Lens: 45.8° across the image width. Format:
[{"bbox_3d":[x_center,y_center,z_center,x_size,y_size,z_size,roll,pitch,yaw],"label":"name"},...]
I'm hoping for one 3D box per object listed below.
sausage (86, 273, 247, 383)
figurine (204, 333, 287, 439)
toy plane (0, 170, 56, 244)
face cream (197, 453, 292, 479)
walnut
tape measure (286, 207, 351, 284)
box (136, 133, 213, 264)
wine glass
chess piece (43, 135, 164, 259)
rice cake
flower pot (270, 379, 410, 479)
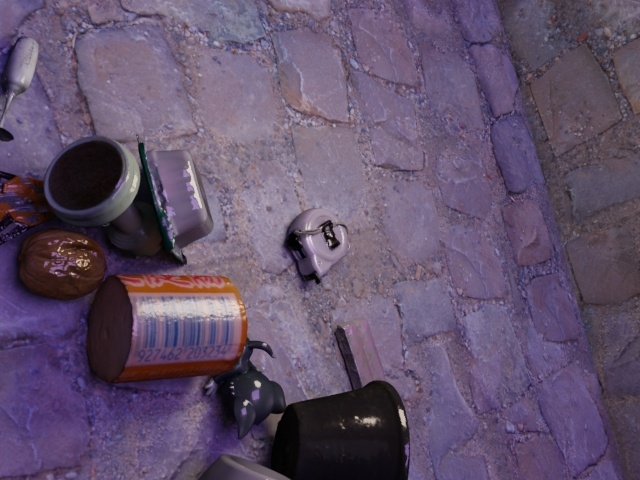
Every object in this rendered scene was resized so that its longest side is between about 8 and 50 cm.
[{"bbox_3d":[-0.336,0.189,1.658,0.287,0.233,0.233,2,74,-40],"label":"sausage"},{"bbox_3d":[-0.168,0.318,1.825,0.193,0.140,0.265,-2,99,-60],"label":"figurine"},{"bbox_3d":[-0.607,-0.080,1.608,0.316,0.103,0.204,-5,72,-52],"label":"toy plane"},{"bbox_3d":[-0.187,0.647,1.567,0.219,0.312,0.357,30,75,-42],"label":"face cream"},{"bbox_3d":[-0.536,0.049,1.588,0.184,0.155,0.155,11,68,-40],"label":"walnut"},{"bbox_3d":[-0.003,-0.002,2.104,0.178,0.105,0.196,55,49,-11],"label":"tape measure"},{"bbox_3d":[-0.315,-0.095,1.715,0.106,0.336,0.264,-15,85,-4],"label":"box"},{"bbox_3d":[-0.674,-0.340,1.663,0.074,0.074,0.262,25,58,-33],"label":"wine glass"},{"bbox_3d":[-0.438,-0.071,1.627,0.299,0.195,0.194,65,28,-62],"label":"chess piece"},{"bbox_3d":[0.126,0.368,2.122,0.106,0.050,0.298,-12,83,-42],"label":"rice cake"},{"bbox_3d":[0.031,0.503,1.823,0.251,0.379,0.379,10,67,-16],"label":"flower pot"}]
